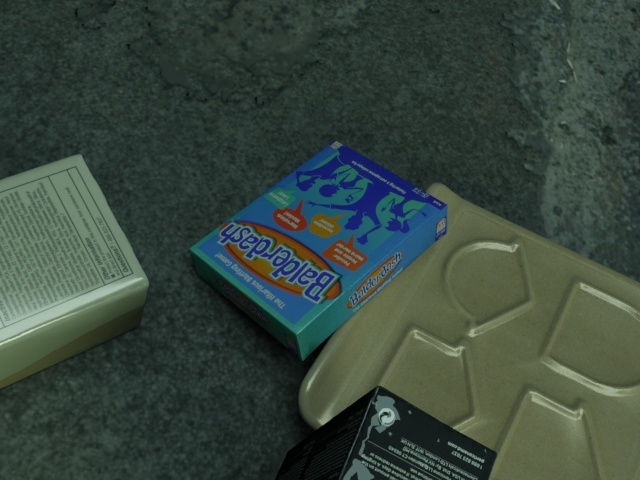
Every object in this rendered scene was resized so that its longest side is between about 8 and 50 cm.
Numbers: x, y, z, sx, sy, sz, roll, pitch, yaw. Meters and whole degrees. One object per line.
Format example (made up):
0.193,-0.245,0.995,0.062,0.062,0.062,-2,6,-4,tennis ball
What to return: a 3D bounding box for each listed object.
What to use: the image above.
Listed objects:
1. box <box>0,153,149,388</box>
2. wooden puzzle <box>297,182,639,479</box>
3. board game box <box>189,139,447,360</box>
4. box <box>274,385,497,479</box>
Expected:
-0.319,0.059,0.640,0.311,0.121,0.148,-23,74,-25,box
0.195,0.137,0.766,0.348,0.080,0.322,30,59,10,wooden puzzle
0.000,0.000,0.766,0.160,0.047,0.210,34,61,32,board game box
0.008,0.241,0.575,0.103,0.261,0.184,31,61,-1,box
